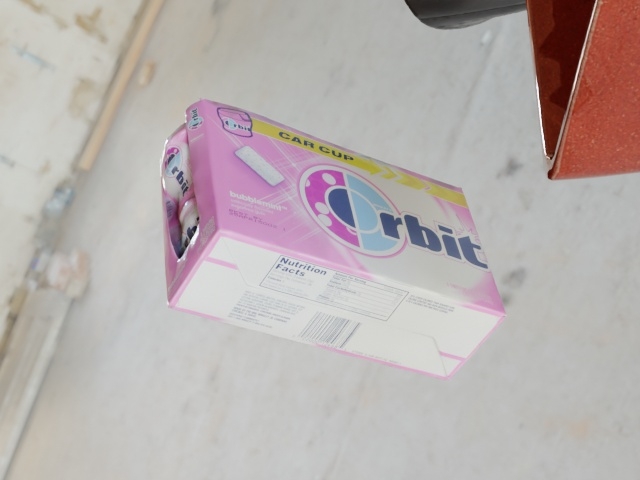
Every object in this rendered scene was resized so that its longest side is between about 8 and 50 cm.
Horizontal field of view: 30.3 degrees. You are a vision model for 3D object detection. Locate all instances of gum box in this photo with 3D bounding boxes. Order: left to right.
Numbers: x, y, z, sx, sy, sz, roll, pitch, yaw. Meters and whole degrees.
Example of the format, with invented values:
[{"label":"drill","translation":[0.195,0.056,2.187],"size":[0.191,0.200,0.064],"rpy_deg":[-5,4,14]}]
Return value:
[{"label":"gum box","translation":[0.000,0.000,0.657],"size":[0.062,0.188,0.107],"rpy_deg":[-54,32,34]}]

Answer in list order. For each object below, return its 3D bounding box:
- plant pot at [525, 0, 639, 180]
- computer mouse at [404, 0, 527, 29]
[{"label":"plant pot","translation":[0.217,-0.199,0.464],"size":[0.267,0.235,0.267],"rpy_deg":[92,-179,-51]},{"label":"computer mouse","translation":[0.162,-0.240,0.748],"size":[0.060,0.262,0.184],"rpy_deg":[27,130,57]}]
